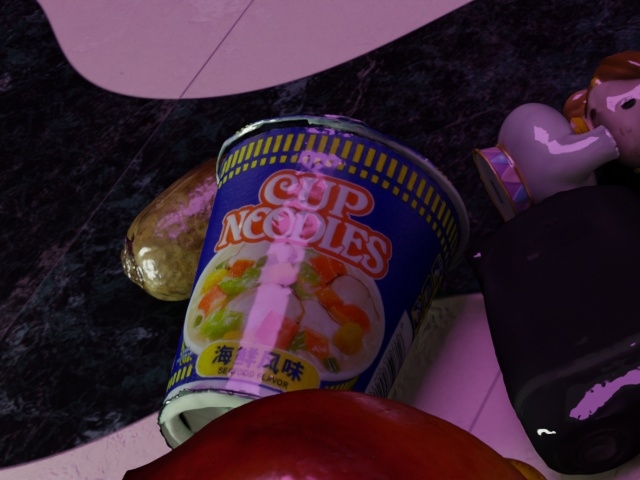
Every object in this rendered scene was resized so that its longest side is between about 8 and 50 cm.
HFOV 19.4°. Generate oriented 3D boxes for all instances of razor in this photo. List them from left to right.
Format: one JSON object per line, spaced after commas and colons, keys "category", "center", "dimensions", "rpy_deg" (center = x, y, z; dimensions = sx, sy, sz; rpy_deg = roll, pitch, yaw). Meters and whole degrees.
{"category": "razor", "center": [0.260, 0.073, 1.790], "dimensions": [0.204, 0.113, 0.349], "rpy_deg": [-24, 35, 6]}

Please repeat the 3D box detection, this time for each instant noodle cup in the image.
{"category": "instant noodle cup", "center": [-0.020, 0.081, 1.848], "dimensions": [0.284, 0.284, 0.312], "rpy_deg": [-2, 50, 29]}

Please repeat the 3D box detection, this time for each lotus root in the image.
{"category": "lotus root", "center": [-0.110, -0.030, 2.138], "dimensions": [0.260, 0.128, 0.145], "rpy_deg": [-33, 26, -13]}

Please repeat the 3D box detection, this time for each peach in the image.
{"category": "peach", "center": [-0.004, 0.289, 1.424], "dimensions": [0.388, 0.388, 0.388], "rpy_deg": [-17, 36, 12]}

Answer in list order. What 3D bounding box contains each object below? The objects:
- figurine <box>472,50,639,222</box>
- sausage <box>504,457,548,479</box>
{"category": "figurine", "center": [0.298, -0.114, 1.988], "dimensions": [0.263, 0.142, 0.189], "rpy_deg": [-29, 12, -5]}
{"category": "sausage", "center": [0.059, 0.269, 1.651], "dimensions": [0.347, 0.123, 0.123], "rpy_deg": [-13, 37, 16]}
